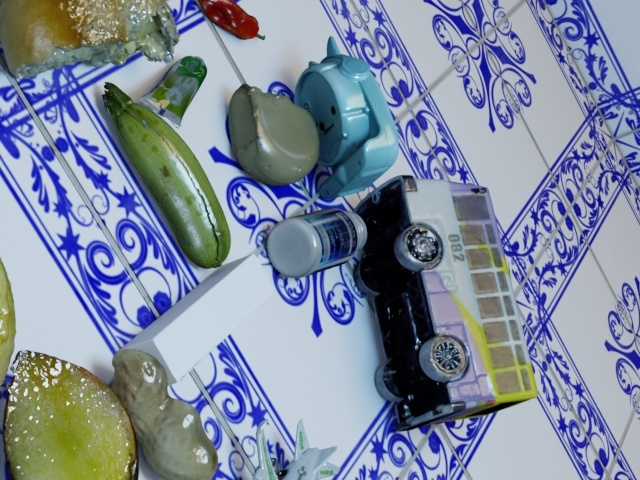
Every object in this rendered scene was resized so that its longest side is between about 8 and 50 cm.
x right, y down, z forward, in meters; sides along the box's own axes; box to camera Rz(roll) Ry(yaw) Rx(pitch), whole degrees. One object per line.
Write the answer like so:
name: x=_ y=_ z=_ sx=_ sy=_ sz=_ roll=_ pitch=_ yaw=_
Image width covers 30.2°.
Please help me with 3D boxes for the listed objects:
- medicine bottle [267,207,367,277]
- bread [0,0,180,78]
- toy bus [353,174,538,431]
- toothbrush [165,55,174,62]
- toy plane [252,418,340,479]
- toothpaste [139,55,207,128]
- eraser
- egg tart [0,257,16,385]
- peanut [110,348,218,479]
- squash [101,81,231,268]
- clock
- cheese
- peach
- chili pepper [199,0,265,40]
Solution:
medicine bottle: x=0.000 y=0.000 z=2.092 sx=0.191 sy=0.107 sz=0.107 roll=-16 pitch=86 yaw=-55
bread: x=-0.343 y=-0.355 z=1.769 sx=0.314 sy=0.171 sz=0.192 roll=-15 pitch=89 yaw=-56
toy bus: x=0.228 y=0.108 z=2.183 sx=0.249 sy=0.209 sz=0.439 roll=-3 pitch=72 yaw=-27
toothbrush: x=-0.320 y=-0.402 z=1.953 sx=0.257 sy=0.018 sz=0.024 roll=55 pitch=40 yaw=-18
toy plane: x=-0.052 y=0.406 z=1.819 sx=0.251 sy=0.101 sz=0.255 roll=54 pitch=41 yaw=-21
toothpaste: x=-0.230 y=-0.251 z=1.931 sx=0.078 sy=0.047 sz=0.248 roll=37 pitch=27 yaw=-10
eraser: x=-0.183 y=0.122 z=1.809 sx=0.076 sy=0.078 sz=0.298 roll=61 pitch=36 yaw=-10
egg tart: x=-0.479 y=0.070 z=1.374 sx=0.315 sy=0.120 sz=0.314 roll=-13 pitch=90 yaw=-72
peanut: x=-0.225 y=0.250 z=1.666 sx=0.227 sy=0.104 sz=0.085 roll=56 pitch=24 yaw=-14
squash: x=-0.233 y=-0.108 z=1.855 sx=0.341 sy=0.094 sz=0.094 roll=60 pitch=36 yaw=-11
clock: x=0.031 y=-0.227 z=2.175 sx=0.094 sy=0.223 sz=0.274 roll=-16 pitch=76 yaw=-28
cheese: x=-0.077 y=-0.181 z=2.101 sx=0.202 sy=0.091 sz=0.175 roll=7 pitch=67 yaw=-53
peach: x=-0.340 y=0.257 z=1.527 sx=0.189 sy=0.068 sz=0.279 roll=-44 pitch=118 yaw=-45
chili pepper: x=-0.157 y=-0.401 z=2.136 sx=0.191 sy=0.059 sz=0.050 roll=26 pitch=61 yaw=-47
